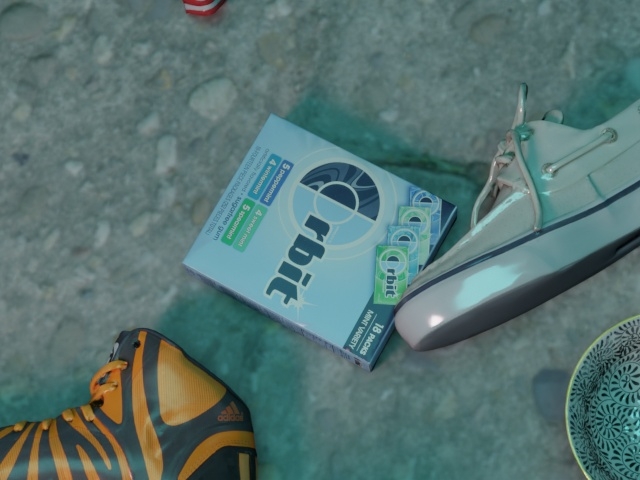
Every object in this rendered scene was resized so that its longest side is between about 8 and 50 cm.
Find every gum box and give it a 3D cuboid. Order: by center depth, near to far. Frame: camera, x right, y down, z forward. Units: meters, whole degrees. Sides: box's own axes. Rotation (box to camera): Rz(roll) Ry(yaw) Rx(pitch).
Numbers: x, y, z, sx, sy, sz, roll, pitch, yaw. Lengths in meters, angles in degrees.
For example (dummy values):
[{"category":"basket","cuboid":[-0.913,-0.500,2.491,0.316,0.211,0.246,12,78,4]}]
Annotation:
[{"category":"gum box","cuboid":[0.000,0.000,1.200,0.184,0.041,0.157,28,78,11]}]

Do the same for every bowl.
[{"category":"bowl","cuboid":[0.277,0.146,1.116,0.170,0.080,0.170,-1,74,4]}]

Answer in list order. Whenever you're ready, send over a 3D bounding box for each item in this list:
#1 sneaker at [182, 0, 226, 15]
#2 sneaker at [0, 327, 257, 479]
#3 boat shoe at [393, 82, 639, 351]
[{"category":"sneaker","cuboid":[-0.118,-0.252,1.286,0.042,0.067,0.118,-18,44,2]},{"category":"sneaker","cuboid":[-0.208,0.160,1.143,0.321,0.124,0.180,8,71,-4]},{"category":"boat shoe","cuboid":[0.196,-0.054,1.152,0.367,0.136,0.156,-30,74,-7]}]
